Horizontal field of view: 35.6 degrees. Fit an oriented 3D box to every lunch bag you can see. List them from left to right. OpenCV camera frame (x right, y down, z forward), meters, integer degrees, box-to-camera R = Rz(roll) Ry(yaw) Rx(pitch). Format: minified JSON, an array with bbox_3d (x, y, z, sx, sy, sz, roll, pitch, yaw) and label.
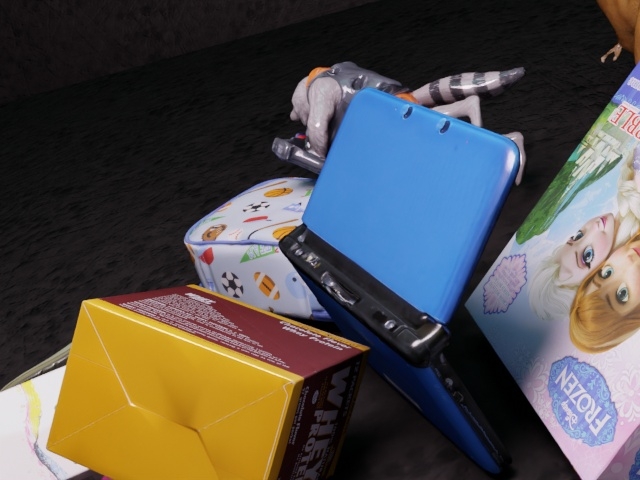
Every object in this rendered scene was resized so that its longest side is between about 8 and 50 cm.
[{"bbox_3d":[0.000,0.000,1.247,0.303,0.115,0.243,7,28,39],"label":"lunch bag"}]

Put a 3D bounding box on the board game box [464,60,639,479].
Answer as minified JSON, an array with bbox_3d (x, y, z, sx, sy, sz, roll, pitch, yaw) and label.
[{"bbox_3d":[0.283,0.015,0.866,0.318,0.065,0.319,-57,20,13],"label":"board game box"}]

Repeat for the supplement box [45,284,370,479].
[{"bbox_3d":[-0.087,0.132,0.852,0.191,0.129,0.194,18,8,18],"label":"supplement box"}]

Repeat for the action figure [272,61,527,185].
[{"bbox_3d":[0.112,-0.162,1.326,0.330,0.179,0.341,15,11,29],"label":"action figure"}]

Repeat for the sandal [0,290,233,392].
[{"bbox_3d":[-0.223,0.137,1.111,0.302,0.120,0.086,-22,11,-10],"label":"sandal"}]

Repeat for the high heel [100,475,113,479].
[{"bbox_3d":[-0.111,0.259,0.862,0.244,0.082,0.117,25,83,35],"label":"high heel"}]

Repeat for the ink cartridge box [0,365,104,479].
[{"bbox_3d":[-0.265,0.197,1.000,0.198,0.067,0.115,-23,64,-12],"label":"ink cartridge box"}]

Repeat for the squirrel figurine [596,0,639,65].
[{"bbox_3d":[0.499,-0.373,1.360,0.280,0.397,0.370,-23,34,-1],"label":"squirrel figurine"}]

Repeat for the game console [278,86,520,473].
[{"bbox_3d":[0.097,0.026,0.924,0.173,0.250,0.293,-39,29,-7],"label":"game console"}]
